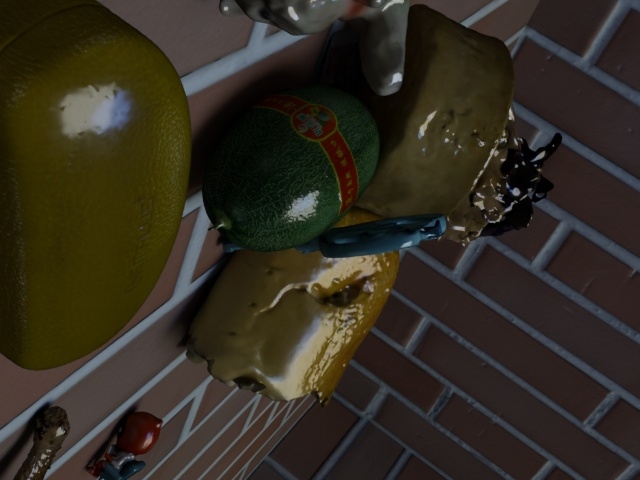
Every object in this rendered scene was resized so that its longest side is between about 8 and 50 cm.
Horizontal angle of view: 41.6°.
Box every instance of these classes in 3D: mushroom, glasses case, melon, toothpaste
[{"bbox_3d":[-0.372,0.323,1.080,0.227,0.148,0.217,106,6,-69],"label":"mushroom"},{"bbox_3d":[-0.200,-0.035,0.689,0.173,0.141,0.371,-45,165,-39],"label":"glasses case"},{"bbox_3d":[-0.040,-0.088,1.054,0.287,0.182,0.182,-46,165,-36],"label":"melon"},{"bbox_3d":[0.003,-0.191,1.260,0.096,0.061,0.266,-34,150,-55],"label":"toothpaste"}]

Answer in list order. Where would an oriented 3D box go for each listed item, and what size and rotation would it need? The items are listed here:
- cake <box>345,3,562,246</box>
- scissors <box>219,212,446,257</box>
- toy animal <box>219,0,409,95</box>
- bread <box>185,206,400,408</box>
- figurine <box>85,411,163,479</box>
[{"bbox_3d":[0.209,-0.149,1.270,0.332,0.321,0.332,-52,-155,37],"label":"cake"},{"bbox_3d":[0.000,0.001,1.161,0.180,0.393,0.032,-17,99,-49],"label":"scissors"},{"bbox_3d":[0.010,-0.332,0.744,0.307,0.188,0.266,86,18,-54],"label":"toy animal"},{"bbox_3d":[-0.020,0.101,1.457,0.394,0.250,0.361,-55,168,-3],"label":"bread"},{"bbox_3d":[-0.317,0.345,1.400,0.140,0.075,0.068,-52,167,-3],"label":"figurine"}]
